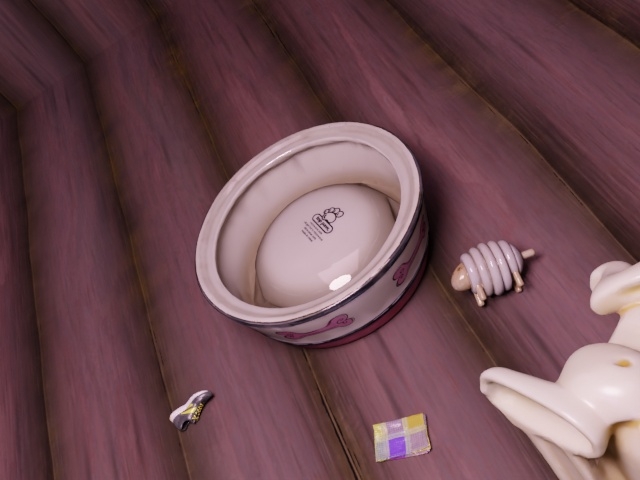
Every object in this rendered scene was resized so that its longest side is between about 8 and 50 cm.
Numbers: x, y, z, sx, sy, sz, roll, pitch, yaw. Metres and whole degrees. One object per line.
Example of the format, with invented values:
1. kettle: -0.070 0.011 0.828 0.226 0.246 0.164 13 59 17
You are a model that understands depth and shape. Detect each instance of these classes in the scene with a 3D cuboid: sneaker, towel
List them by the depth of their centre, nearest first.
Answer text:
1. towel: 0.115 0.279 1.085 0.083 0.009 0.060 -17 49 19
2. sneaker: -0.209 0.283 1.270 0.083 0.031 0.035 -41 58 2

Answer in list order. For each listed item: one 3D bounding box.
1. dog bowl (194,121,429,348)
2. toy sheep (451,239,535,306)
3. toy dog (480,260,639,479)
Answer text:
1. dog bowl: 0.000 0.000 1.284 0.408 0.150 0.408 -17 47 19
2. toy sheep: 0.257 0.043 1.141 0.132 0.091 0.091 -19 46 -2
3. toy dog: 0.434 0.114 0.798 0.408 0.284 0.395 -43 10 -18
